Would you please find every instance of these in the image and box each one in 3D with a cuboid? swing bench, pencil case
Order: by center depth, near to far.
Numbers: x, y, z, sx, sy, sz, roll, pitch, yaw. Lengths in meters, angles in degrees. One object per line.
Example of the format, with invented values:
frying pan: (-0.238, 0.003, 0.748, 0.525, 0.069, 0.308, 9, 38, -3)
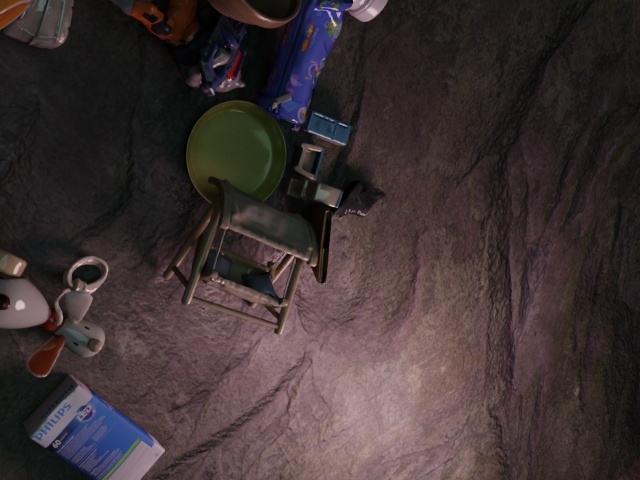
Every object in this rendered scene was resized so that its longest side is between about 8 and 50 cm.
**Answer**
pencil case: (-0.040, -0.394, 1.409, 0.120, 0.133, 0.306, 26, 115, 5)
swing bench: (-0.159, 0.032, 1.432, 0.253, 0.165, 0.254, 24, 96, -35)

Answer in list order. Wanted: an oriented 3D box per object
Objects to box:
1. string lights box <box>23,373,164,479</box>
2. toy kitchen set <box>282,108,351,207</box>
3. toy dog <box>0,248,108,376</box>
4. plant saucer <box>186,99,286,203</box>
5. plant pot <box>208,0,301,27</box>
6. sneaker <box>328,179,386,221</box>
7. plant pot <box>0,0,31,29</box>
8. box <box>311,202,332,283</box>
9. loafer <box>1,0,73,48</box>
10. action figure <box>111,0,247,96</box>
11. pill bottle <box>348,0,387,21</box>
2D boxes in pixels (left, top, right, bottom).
string lights box: (-0.469, 0.413, 1.391, 0.133, 0.077, 0.259, -49, 121, -16)
toy kitchen set: (0.022, -0.184, 1.528, 0.122, 0.166, 0.207, 15, 92, -34)
toy dog: (-0.514, 0.134, 1.216, 0.334, 0.161, 0.220, 12, 95, -48)
plant saucer: (-0.189, -0.188, 1.470, 0.241, 0.037, 0.240, -8, 105, -30)
plant pot: (-0.153, -0.505, 1.263, 0.237, 0.110, 0.237, 21, 60, -44)
sneaker: (0.085, -0.083, 1.659, 0.170, 0.051, 0.089, -50, 117, -18)
plant pot: (-0.574, -0.429, 1.055, 0.205, 0.205, 0.188, -43, 110, -18)
box: (0.000, 0.000, 1.540, 0.021, 0.201, 0.164, 4, 99, -6)
loafer: (-0.490, -0.505, 1.167, 0.112, 0.112, 0.319, 4, 98, -42)
action figure: (-0.256, -0.448, 1.339, 0.330, 0.179, 0.341, 54, 41, -35)
pill bottle: (0.024, -0.600, 1.452, 0.272, 0.152, 0.152, 25, 86, -33)
